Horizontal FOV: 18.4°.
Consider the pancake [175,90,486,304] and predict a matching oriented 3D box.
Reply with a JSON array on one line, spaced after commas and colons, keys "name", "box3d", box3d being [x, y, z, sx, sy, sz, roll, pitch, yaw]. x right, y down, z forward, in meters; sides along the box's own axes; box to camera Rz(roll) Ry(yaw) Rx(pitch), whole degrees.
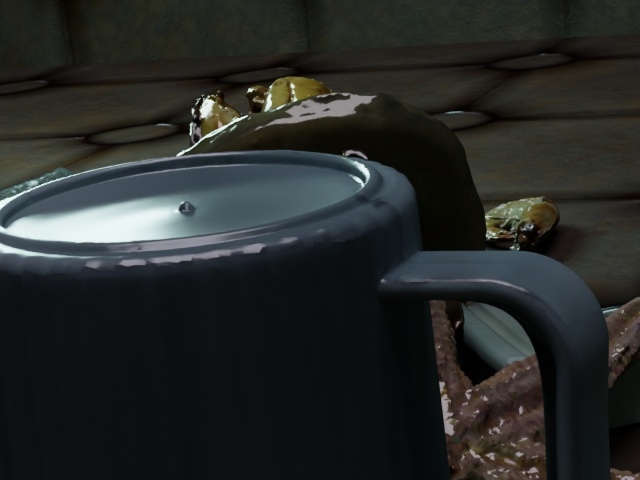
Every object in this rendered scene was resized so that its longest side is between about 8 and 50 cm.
[{"name": "pancake", "box3d": [0.000, 0.000, 1.659, 0.294, 0.294, 0.049, -7, 33, -3]}]

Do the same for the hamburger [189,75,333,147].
[{"name": "hamburger", "box3d": [-0.026, -0.050, 1.958, 0.163, 0.244, 0.244, -14, 12, 12]}]

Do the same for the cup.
[{"name": "cup", "box3d": [-0.035, 0.129, 1.028, 0.257, 0.311, 0.331, -16, 17, -34]}]

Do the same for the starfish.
[{"name": "starfish", "box3d": [0.109, 0.093, 1.360, 0.398, 0.132, 0.384, 11, 40, 3]}]

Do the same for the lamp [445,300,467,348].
[{"name": "lamp", "box3d": [-0.014, 0.072, 1.566, 0.258, 0.180, 0.180, -9, 14, -6]}]

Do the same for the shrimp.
[{"name": "shrimp", "box3d": [0.206, -0.016, 2.102, 0.099, 0.041, 0.180, -6, 14, 6]}]

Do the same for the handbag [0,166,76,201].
[{"name": "handbag", "box3d": [-0.302, -0.009, 2.252, 0.175, 0.089, 0.270, 15, 24, 37]}]

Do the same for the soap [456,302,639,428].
[{"name": "soap", "box3d": [0.179, 0.096, 1.590, 0.119, 0.066, 0.198, -7, 13, -11]}]
